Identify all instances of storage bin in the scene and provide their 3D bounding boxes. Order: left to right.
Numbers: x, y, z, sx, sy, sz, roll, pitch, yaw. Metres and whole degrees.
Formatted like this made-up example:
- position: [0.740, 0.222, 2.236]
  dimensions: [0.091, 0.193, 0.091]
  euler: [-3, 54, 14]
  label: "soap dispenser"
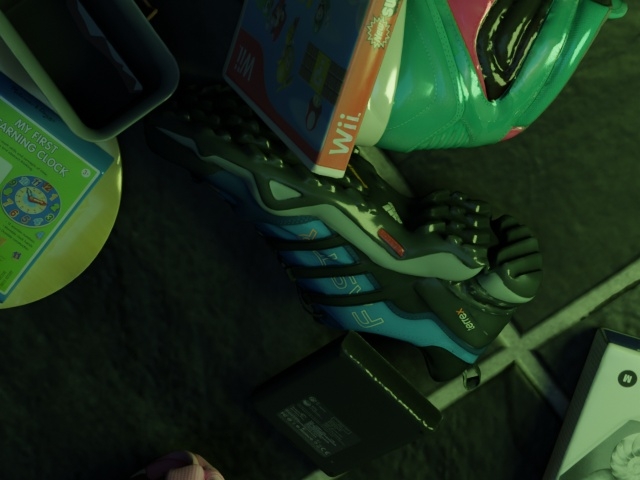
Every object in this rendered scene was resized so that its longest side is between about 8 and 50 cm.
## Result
- position: [-0.163, -0.139, 0.905]
  dimensions: [0.098, 0.091, 0.135]
  euler: [-37, 98, -10]
  label: "storage bin"

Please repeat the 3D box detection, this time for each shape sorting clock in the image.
- position: [-0.249, -0.050, 0.970]
  dimensions: [0.206, 0.040, 0.206]
  euler: [0, 105, 0]
  label: "shape sorting clock"

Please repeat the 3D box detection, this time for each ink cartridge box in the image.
- position: [0.283, 0.200, 1.007]
  dimensions: [0.223, 0.045, 0.224]
  euler: [15, 108, -1]
  label: "ink cartridge box"

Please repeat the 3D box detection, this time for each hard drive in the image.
- position: [0.016, 0.125, 0.976]
  dimensions: [0.094, 0.022, 0.135]
  euler: [44, 141, -9]
  label: "hard drive"

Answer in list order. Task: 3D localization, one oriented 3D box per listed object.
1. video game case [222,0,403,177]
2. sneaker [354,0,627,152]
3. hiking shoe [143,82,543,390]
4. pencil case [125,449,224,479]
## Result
- position: [0.015, -0.205, 0.825]
  dimensions: [0.025, 0.204, 0.285]
  euler: [10, 109, -25]
  label: "video game case"
- position: [0.115, -0.194, 0.862]
  dimensions: [0.178, 0.124, 0.295]
  euler: [10, 90, -16]
  label: "sneaker"
- position: [0.000, 0.000, 0.933]
  dimensions: [0.304, 0.113, 0.132]
  euler: [28, 118, 3]
  label: "hiking shoe"
- position: [-0.040, 0.350, 1.020]
  dimensions: [0.160, 0.167, 0.386]
  euler: [-42, 102, -19]
  label: "pencil case"
